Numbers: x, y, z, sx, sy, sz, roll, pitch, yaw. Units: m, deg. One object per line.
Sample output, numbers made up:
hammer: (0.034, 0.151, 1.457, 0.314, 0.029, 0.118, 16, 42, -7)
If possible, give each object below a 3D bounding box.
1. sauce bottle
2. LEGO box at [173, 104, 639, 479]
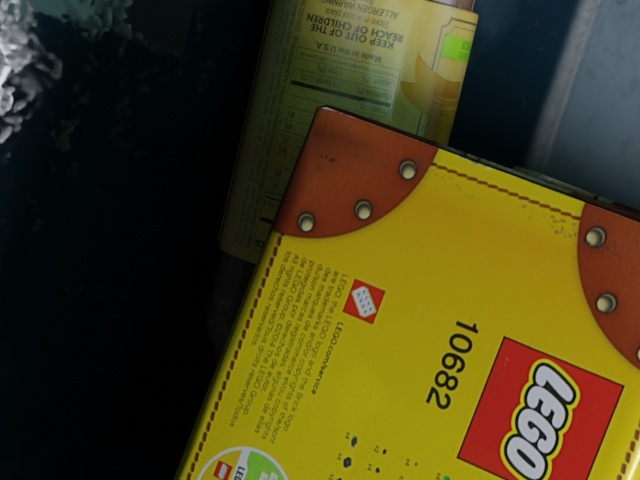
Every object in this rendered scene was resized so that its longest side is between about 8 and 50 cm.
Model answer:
sauce bottle: (0.000, 0.000, 0.960, 0.111, 0.111, 0.344, 9, 100, -26)
LEGO box: (0.061, 0.220, 0.891, 0.372, 0.193, 0.500, 14, 97, -65)
